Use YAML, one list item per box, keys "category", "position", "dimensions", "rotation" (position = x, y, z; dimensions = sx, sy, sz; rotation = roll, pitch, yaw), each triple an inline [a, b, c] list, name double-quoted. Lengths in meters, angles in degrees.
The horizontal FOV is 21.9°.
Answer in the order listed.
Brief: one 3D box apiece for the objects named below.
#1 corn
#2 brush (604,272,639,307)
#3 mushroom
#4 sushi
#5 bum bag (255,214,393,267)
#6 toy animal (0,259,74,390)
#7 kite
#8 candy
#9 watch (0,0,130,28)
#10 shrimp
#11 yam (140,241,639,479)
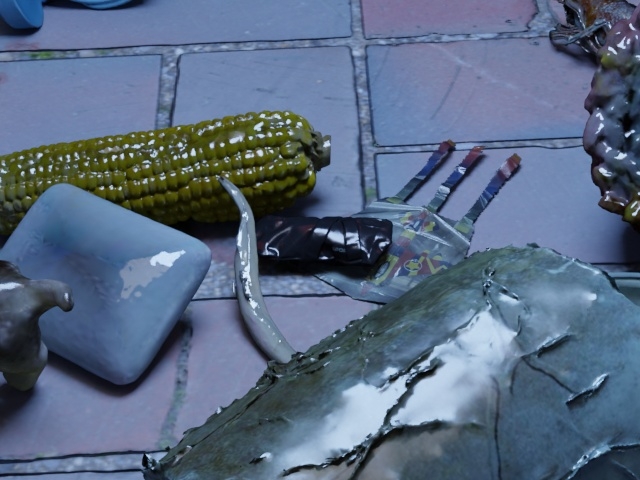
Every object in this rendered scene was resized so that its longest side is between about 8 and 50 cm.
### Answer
- category: "corn"
  position: [-0.147, -0.056, 1.465]
  dimensions: [0.320, 0.097, 0.097]
  rotation: [-7, 38, -1]
- category: "brush"
  position: [0.287, 0.051, 1.336]
  dimensions: [0.297, 0.068, 0.060]
  rotation: [-2, 16, -5]
- category: "mushroom"
  position: [-0.025, 0.061, 1.332]
  dimensions: [0.068, 0.043, 0.306]
  rotation: [-35, 52, -8]
- category: "sushi"
  position: [0.362, -0.100, 1.367]
  dimensions: [0.270, 0.236, 0.171]
  rotation: [15, 1, 22]
- category: "bum bag"
  position: [0.000, -0.001, 1.421]
  dimensions: [0.125, 0.034, 0.058]
  rotation: [-1, 43, 11]
- category: "toy animal"
  position: [-0.312, 0.074, 1.243]
  dimensions: [0.233, 0.169, 0.121]
  rotation: [-11, 83, -21]
- category: "kite"
  position: [0.093, -0.021, 1.469]
  dimensions: [0.141, 0.015, 0.245]
  rotation: [20, 44, 23]
- category: "candy"
  position: [-0.189, 0.032, 1.356]
  dimensions: [0.174, 0.071, 0.138]
  rotation: [23, 70, 28]
- category: "watch"
  position: [-0.265, -0.344, 1.768]
  dimensions: [0.193, 0.211, 0.211]
  rotation: [-14, 35, 15]
- category: "shrimp"
  position: [0.286, -0.213, 1.665]
  dimensions: [0.190, 0.073, 0.075]
  rotation: [39, 10, 30]
- category: "yam"
  position: [0.070, 0.158, 1.084]
  dimensions: [0.348, 0.241, 0.241]
  rotation: [-28, 44, -26]
